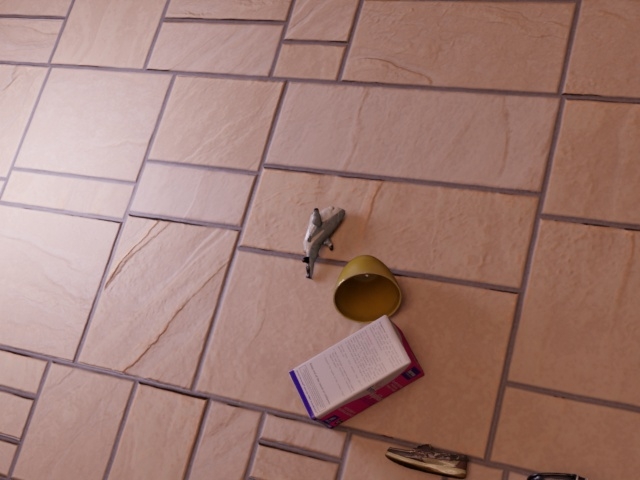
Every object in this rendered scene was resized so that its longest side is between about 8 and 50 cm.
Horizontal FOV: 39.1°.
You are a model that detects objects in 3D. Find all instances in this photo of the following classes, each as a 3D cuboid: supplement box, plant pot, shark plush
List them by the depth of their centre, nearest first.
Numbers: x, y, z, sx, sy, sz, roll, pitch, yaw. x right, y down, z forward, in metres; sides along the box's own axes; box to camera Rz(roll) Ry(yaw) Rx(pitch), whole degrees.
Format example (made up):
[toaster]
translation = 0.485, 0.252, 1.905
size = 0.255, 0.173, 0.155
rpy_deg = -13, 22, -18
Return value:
[supplement box]
translation = 0.071, 0.254, 1.729
size = 0.220, 0.111, 0.114
rpy_deg = -33, 61, 7
[plant pot]
translation = 0.091, 0.085, 1.793
size = 0.134, 0.134, 0.095
rpy_deg = -20, 36, 14
[shark plush]
translation = 0.000, 0.000, 1.898
size = 0.067, 0.073, 0.161
rpy_deg = 18, 69, -4

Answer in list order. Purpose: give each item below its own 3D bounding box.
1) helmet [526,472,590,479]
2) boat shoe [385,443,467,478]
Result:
[helmet]
translation = 0.407, 0.463, 1.468
size = 0.161, 0.169, 0.169
rpy_deg = -7, 65, 39
[boat shoe]
translation = 0.196, 0.399, 1.655
size = 0.152, 0.056, 0.049
rpy_deg = 11, 69, 16
